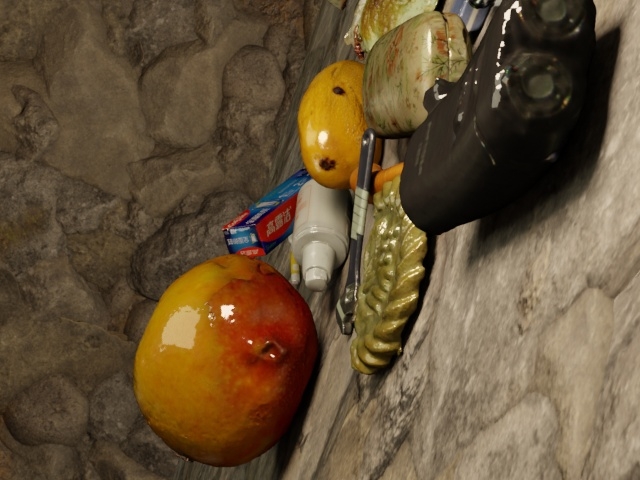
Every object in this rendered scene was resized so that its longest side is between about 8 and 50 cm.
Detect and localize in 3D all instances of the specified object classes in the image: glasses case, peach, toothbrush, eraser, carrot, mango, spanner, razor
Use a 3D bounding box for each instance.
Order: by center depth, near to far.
[{"bbox_3d":[0.176,-0.122,1.213,0.327,0.107,0.189,128,157,-69],"label":"razor"},{"bbox_3d":[0.229,-0.383,1.625,0.082,0.036,0.225,-95,25,-68],"label":"eraser"},{"bbox_3d":[0.129,-0.224,1.698,0.425,0.098,0.156,-160,72,-81],"label":"glasses case"},{"bbox_3d":[0.060,-0.011,1.804,0.087,0.024,0.315,-154,70,-73],"label":"spanner"},{"bbox_3d":[0.094,-0.086,1.836,0.062,0.066,0.271,65,173,-9],"label":"carrot"},{"bbox_3d":[-0.157,0.197,2.035,0.372,0.290,0.372,-64,5,11],"label":"peach"},{"bbox_3d":[0.036,-0.202,2.061,0.120,0.177,0.295,-21,33,25],"label":"mango"},{"bbox_3d":[-0.056,0.032,2.615,0.288,0.021,0.024,-98,17,-69],"label":"toothbrush"}]

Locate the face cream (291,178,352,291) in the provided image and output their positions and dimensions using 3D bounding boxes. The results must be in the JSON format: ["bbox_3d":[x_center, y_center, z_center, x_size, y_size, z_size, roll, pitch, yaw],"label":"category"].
[{"bbox_3d":[0.000,0.000,2.080,0.251,0.101,0.101,-83,14,-51],"label":"face cream"}]

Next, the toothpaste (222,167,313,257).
[{"bbox_3d":[-0.066,-0.057,2.214,0.320,0.076,0.066,-42,-61,-54],"label":"toothpaste"}]

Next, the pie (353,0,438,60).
[{"bbox_3d":[0.148,-0.409,2.023,0.257,0.105,0.274,-122,50,-65],"label":"pie"}]

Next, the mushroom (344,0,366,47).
[{"bbox_3d":[0.146,-0.508,2.206,0.109,0.097,0.351,-103,34,-76],"label":"mushroom"}]

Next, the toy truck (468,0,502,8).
[{"bbox_3d":[0.196,-0.356,1.550,0.076,0.111,0.077,120,171,-52],"label":"toy truck"}]

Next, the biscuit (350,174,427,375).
[{"bbox_3d":[0.093,0.033,1.559,0.187,0.036,0.273,144,137,-66],"label":"biscuit"}]

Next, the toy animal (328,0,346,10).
[{"bbox_3d":[0.069,-0.524,2.121,0.157,0.097,0.312,-60,6,-26],"label":"toy animal"}]

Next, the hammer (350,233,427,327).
[{"bbox_3d":[0.102,0.037,1.637,0.292,0.029,0.058,124,160,-55],"label":"hammer"}]
